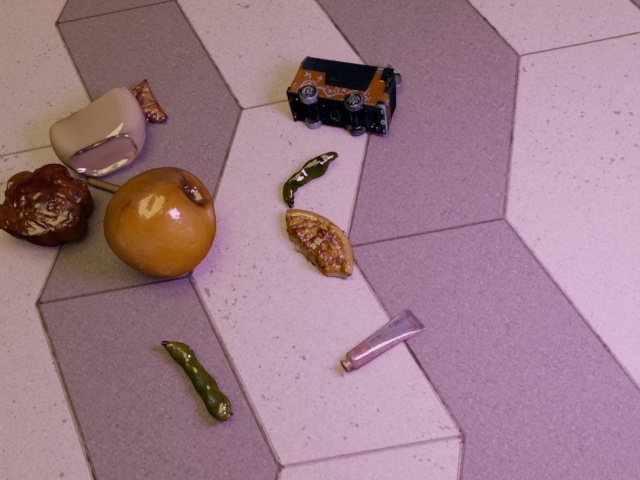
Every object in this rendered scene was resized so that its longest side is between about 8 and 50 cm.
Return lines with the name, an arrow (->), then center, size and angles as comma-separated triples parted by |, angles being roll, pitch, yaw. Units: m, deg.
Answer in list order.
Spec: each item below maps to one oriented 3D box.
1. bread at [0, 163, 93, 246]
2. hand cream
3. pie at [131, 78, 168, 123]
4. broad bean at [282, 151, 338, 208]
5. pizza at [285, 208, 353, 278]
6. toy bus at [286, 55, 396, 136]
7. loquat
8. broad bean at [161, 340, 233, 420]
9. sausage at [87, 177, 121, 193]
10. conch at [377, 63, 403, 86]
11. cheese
bread -> -0.717, -0.092, 1.798 | 0.246, 0.135, 0.232 | 9, 63, 13
hand cream -> 0.139, 0.232, 1.561 | 0.209, 0.043, 0.067 | -32, 58, -16
pie -> -0.508, -0.392, 1.987 | 0.092, 0.034, 0.170 | -34, 67, -6
broad bean -> -0.036, -0.169, 1.795 | 0.061, 0.046, 0.195 | 38, 77, 12
pizza -> -0.001, -0.001, 1.693 | 0.127, 0.058, 0.246 | -29, 60, -7
toy bus -> 0.067, -0.390, 1.849 | 0.275, 0.139, 0.167 | 13, 63, 17
loquat -> -0.389, -0.037, 1.665 | 0.274, 0.275, 0.275 | -3, 62, 6
broad bean -> -0.278, 0.315, 1.568 | 0.256, 0.052, 0.052 | 45, 114, 26
sausage -> -0.583, -0.148, 1.873 | 0.132, 0.024, 0.024 | 17, 66, 15
conch -> 0.186, -0.452, 1.911 | 0.076, 0.056, 0.085 | -32, 81, -31
cheese -> -0.615, -0.304, 1.900 | 0.265, 0.127, 0.233 | -27, 63, -3
